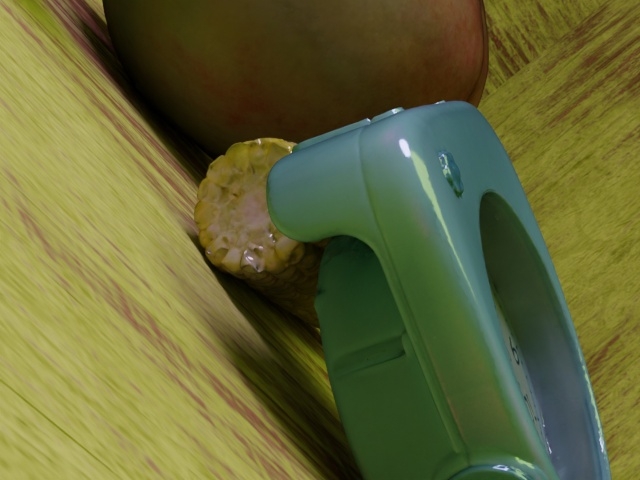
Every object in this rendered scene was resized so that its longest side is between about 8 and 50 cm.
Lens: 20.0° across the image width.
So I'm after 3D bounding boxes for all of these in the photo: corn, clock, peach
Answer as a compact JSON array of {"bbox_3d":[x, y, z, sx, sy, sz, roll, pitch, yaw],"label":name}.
[{"bbox_3d":[0.000,0.000,1.072,0.093,0.093,0.244,53,5,18],"label":"corn"},{"bbox_3d":[0.072,0.067,0.917,0.223,0.094,0.274,-15,87,-73],"label":"clock"},{"bbox_3d":[-0.013,-0.165,1.254,0.292,0.247,0.292,30,-3,2],"label":"peach"}]
